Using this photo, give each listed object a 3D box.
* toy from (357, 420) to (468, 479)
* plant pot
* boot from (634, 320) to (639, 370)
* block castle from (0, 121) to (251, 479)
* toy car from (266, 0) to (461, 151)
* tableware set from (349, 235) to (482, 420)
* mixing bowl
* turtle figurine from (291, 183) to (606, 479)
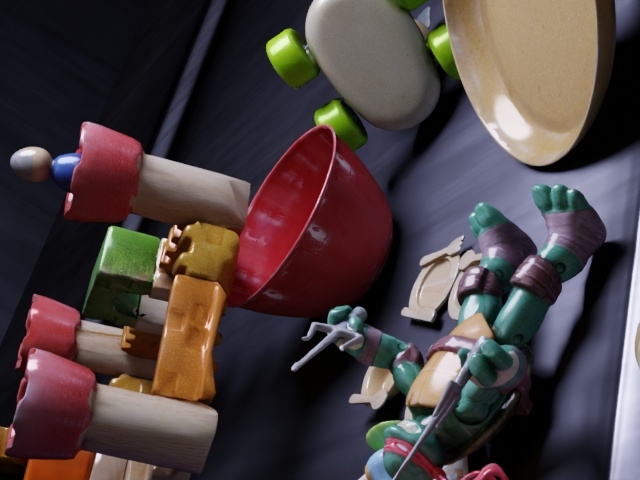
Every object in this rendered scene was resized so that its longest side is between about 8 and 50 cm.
[{"bbox_3d":[0.036,0.215,0.833,0.137,0.056,0.237,-47,23,39],"label":"toy"},{"bbox_3d":[0.151,-0.172,0.958,0.236,0.032,0.236,167,90,-73],"label":"plant pot"},{"bbox_3d":[0.221,-0.048,0.677,0.262,0.095,0.203,-57,20,5],"label":"boot"},{"bbox_3d":[-0.231,0.126,1.224,0.453,0.213,0.303,125,156,-58],"label":"block castle"},{"bbox_3d":[0.058,-0.186,1.253,0.155,0.149,0.188,-33,9,16],"label":"toy car"},{"bbox_3d":[0.081,0.069,0.984,0.168,0.020,0.141,-64,19,-12],"label":"tableware set"},{"bbox_3d":[0.000,0.000,1.169,0.181,0.098,0.181,-51,20,27],"label":"mixing bowl"},{"bbox_3d":[0.083,0.070,0.828,0.175,0.118,0.234,3,47,47],"label":"turtle figurine"}]
